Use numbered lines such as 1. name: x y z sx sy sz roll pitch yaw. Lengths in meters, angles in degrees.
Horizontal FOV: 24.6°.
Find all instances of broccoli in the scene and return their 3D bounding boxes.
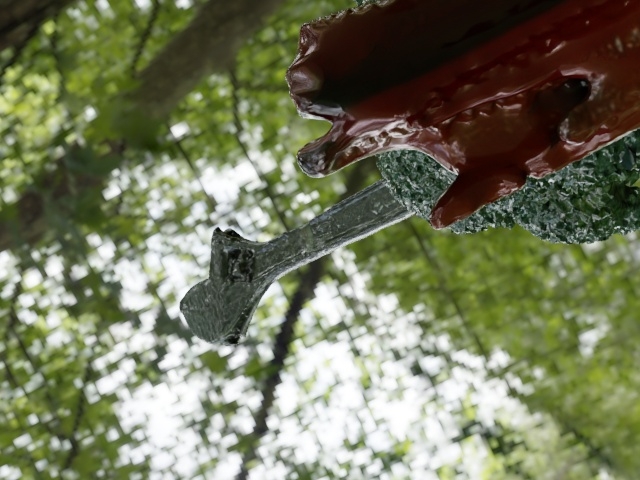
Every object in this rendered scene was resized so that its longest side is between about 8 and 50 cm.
1. broccoli: 0.143 -0.121 0.908 0.254 0.269 0.269 63 -158 8

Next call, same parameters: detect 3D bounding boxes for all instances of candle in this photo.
1. candle: 0.130 -0.089 0.511 0.059 0.301 0.084 -106 -8 -77

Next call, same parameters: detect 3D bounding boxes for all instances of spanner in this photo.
1. spanner: 0.000 0.000 1.089 0.026 0.325 0.093 3 -113 -46
